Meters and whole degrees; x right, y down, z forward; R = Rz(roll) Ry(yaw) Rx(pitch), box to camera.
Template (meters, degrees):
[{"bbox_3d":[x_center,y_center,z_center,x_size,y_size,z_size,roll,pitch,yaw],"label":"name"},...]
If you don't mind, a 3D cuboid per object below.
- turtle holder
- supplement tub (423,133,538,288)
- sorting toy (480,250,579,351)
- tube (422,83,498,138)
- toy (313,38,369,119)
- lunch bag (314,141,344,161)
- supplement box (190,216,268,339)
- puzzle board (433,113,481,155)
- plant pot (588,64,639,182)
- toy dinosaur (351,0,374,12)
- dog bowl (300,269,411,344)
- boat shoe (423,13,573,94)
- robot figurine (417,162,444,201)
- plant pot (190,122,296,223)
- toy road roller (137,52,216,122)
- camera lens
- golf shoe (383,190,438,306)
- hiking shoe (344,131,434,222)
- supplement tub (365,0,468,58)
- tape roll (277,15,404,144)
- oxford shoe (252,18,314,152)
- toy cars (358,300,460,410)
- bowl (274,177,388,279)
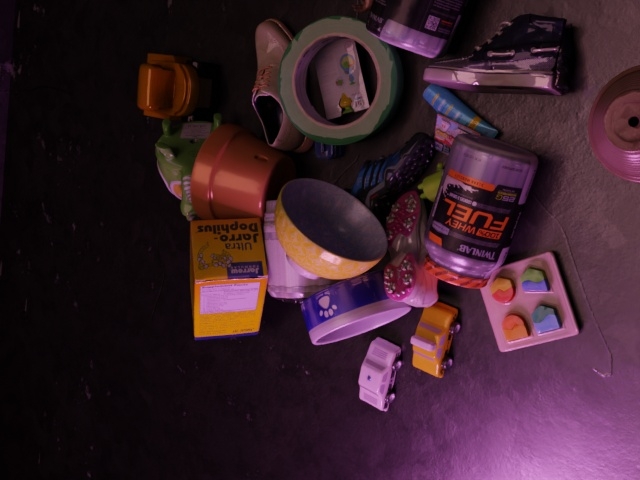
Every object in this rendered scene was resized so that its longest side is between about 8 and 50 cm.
[{"bbox_3d":[-0.359,-0.216,2.199,0.320,0.243,0.227,48,149,40],"label":"turtle holder"},{"bbox_3d":[0.348,-0.065,1.637,0.193,0.193,0.316,27,112,36],"label":"supplement tub"},{"bbox_3d":[0.462,0.142,1.658,0.208,0.038,0.193,-23,79,40],"label":"sorting toy"},{"bbox_3d":[0.330,-0.294,1.732,0.207,0.052,0.080,49,139,21],"label":"tube"},{"bbox_3d":[0.058,-0.453,1.944,0.137,0.056,0.237,-10,91,35],"label":"toy"},{"bbox_3d":[0.021,-0.264,1.988,0.067,0.065,0.098,-2,92,41],"label":"lunch bag"},{"bbox_3d":[-0.267,0.114,2.064,0.356,0.194,0.195,106,157,-56],"label":"supplement box"},{"bbox_3d":[0.321,-0.236,1.738,0.128,0.011,0.096,34,141,33],"label":"puzzle board"},{"bbox_3d":[0.630,-0.230,1.431,0.237,0.109,0.237,5,97,42],"label":"plant pot"},{"bbox_3d":[0.141,-0.688,1.813,0.200,0.127,0.296,-39,75,29],"label":"toy dinosaur"},{"bbox_3d":[0.088,0.169,1.838,0.265,0.265,0.104,-32,71,38],"label":"dog bowl"},{"bbox_3d":[0.397,-0.414,1.623,0.340,0.127,0.158,11,95,32],"label":"boat shoe"},{"bbox_3d":[0.293,-0.134,1.761,0.115,0.067,0.101,-23,74,40],"label":"robot figurine"},{"bbox_3d":[-0.203,-0.167,2.071,0.203,0.291,0.291,19,107,22],"label":"plant pot"},{"bbox_3d":[-0.500,-0.485,2.306,0.329,0.240,0.203,17,104,39],"label":"toy road roller"},{"bbox_3d":[-0.040,0.024,1.965,0.219,0.219,0.274,-1,94,41],"label":"camera lens"},{"bbox_3d":[0.230,0.025,1.791,0.115,0.140,0.306,-22,51,43],"label":"golf shoe"},{"bbox_3d":[0.159,-0.173,1.845,0.304,0.113,0.132,-50,61,31],"label":"hiking shoe"},{"bbox_3d":[0.251,-0.607,1.662,0.207,0.207,0.338,36,117,33],"label":"supplement tub"},{"bbox_3d":[0.051,-0.406,1.874,0.321,0.077,0.321,4,101,20],"label":"tape roll"},{"bbox_3d":[-0.123,-0.441,2.042,0.140,0.146,0.397,-24,78,41],"label":"oxford shoe"},{"bbox_3d":[0.207,0.303,1.864,0.393,0.087,0.176,-41,67,36],"label":"toy cars"},{"bbox_3d":[0.000,0.000,1.761,0.289,0.289,0.156,52,127,25],"label":"bowl"}]
